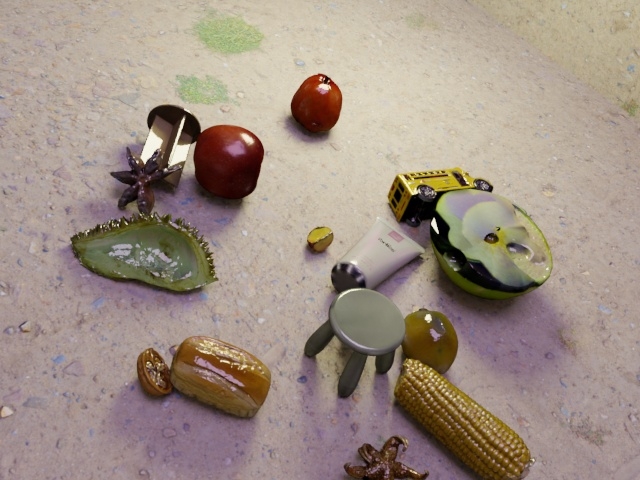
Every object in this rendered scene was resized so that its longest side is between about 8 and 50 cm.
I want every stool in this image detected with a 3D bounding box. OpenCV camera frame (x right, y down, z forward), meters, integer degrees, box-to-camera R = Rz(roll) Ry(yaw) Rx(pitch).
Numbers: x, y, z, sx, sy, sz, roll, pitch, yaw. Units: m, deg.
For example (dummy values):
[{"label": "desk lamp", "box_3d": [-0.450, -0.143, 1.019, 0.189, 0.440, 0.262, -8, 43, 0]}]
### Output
[{"label": "stool", "box_3d": [0.091, 0.248, 1.728, 0.195, 0.198, 0.195, -24, 62, -35]}]

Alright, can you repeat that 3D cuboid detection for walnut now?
[{"label": "walnut", "box_3d": [-0.390, 0.309, 1.581, 0.091, 0.052, 0.121, 35, 25, -57]}]

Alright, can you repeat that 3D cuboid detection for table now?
[{"label": "table", "box_3d": [-0.459, -0.269, 2.046, 0.167, 0.167, 0.226, 13, 50, -8]}]

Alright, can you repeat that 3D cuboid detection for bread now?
[{"label": "bread", "box_3d": [-0.231, 0.310, 1.596, 0.236, 0.106, 0.140, 24, 41, -6]}]

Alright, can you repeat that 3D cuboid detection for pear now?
[{"label": "pear", "box_3d": [0.496, 0.039, 2.100, 0.399, 0.165, 0.398, 11, 46, -11]}]

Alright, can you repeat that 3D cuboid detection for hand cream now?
[{"label": "hand cream", "box_3d": [0.165, 0.047, 2.016, 0.186, 0.118, 0.359, 36, 40, 14]}]

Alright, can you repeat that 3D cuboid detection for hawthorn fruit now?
[{"label": "hawthorn fruit", "box_3d": [-0.002, -0.484, 2.387, 0.185, 0.202, 0.185, 15, 37, -12]}]

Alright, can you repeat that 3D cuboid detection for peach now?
[{"label": "peach", "box_3d": [0.000, 0.000, 2.031, 0.078, 0.050, 0.083, -1, 34, 10]}]

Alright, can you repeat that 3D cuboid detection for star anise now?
[{"label": "star anise", "box_3d": [-0.506, -0.172, 1.915, 0.172, 0.208, 0.063, 36, 9, 3]}]

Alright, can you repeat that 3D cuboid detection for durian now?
[{"label": "durian", "box_3d": [-0.461, 0.025, 1.826, 0.395, 0.163, 0.198, 7, 85, -9]}]

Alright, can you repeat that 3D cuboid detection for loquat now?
[{"label": "loquat", "box_3d": [0.290, 0.270, 1.824, 0.152, 0.152, 0.195, 0, 56, -21]}]

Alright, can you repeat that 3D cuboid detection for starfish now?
[{"label": "starfish", "box_3d": [0.143, 0.524, 1.570, 0.190, 0.074, 0.146, -5, 49, -25]}]

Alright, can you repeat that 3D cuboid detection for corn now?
[{"label": "corn", "box_3d": [0.337, 0.445, 1.678, 0.387, 0.143, 0.144, 34, 46, 18]}]

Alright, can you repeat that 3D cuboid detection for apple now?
[{"label": "apple", "box_3d": [-0.270, -0.235, 2.036, 0.202, 0.218, 0.218, 7, 46, -3]}]

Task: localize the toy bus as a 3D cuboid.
[{"label": "toy bus", "box_3d": [0.397, -0.155, 2.262, 0.331, 0.145, 0.151, -8, 50, -26]}]
